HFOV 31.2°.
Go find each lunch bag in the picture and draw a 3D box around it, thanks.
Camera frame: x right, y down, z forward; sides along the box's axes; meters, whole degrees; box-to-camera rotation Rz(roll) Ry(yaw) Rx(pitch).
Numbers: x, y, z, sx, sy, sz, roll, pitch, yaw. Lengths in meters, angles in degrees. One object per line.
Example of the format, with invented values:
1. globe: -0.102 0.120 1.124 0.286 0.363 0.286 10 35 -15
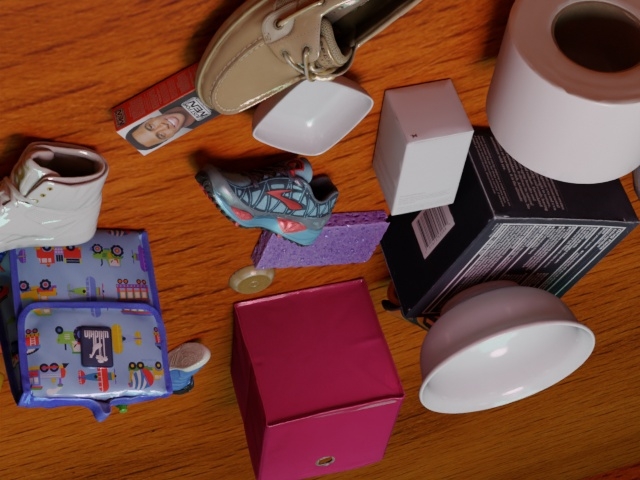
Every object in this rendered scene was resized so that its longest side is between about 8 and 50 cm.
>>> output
1. lunch bag: -0.351 0.134 1.678 0.221 0.293 0.138 3 143 -31

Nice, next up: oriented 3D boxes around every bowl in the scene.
1. bowl: 0.282 0.155 1.853 0.298 0.134 0.298 -13 150 -7
2. bowl: -0.016 -0.185 1.585 0.142 0.053 0.142 14 135 -41

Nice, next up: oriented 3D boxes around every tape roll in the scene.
1. tape roll: 0.357 -0.221 1.542 0.246 0.246 0.169 -12 148 -11

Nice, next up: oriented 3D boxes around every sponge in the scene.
1. sponge: 0.000 0.000 1.906 0.210 0.031 0.117 -4 146 -23

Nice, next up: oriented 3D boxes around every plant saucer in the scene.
1. plant saucer: -0.116 0.070 1.970 0.083 0.015 0.083 -14 149 -9

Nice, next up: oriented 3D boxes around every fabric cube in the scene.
1. fabric cube: -0.014 0.261 2.089 0.254 0.259 0.258 -9 148 -13

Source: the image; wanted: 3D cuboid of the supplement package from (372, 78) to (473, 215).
1. supplement package: 0.148 -0.136 1.699 0.105 0.105 0.179 -11 149 -12

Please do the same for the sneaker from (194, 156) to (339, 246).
1. sneaker: -0.074 -0.084 1.700 0.262 0.104 0.125 18 116 -50

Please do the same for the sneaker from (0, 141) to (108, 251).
1. sneaker: -0.428 -0.061 1.527 0.293 0.108 0.169 -11 148 -31

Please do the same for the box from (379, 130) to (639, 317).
1. box: 0.301 -0.019 1.886 0.294 0.182 0.296 2 145 -29

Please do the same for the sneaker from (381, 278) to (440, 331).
1. sneaker: 0.216 0.107 2.115 0.124 0.180 0.321 -62 173 2

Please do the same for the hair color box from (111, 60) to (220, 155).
1. hair color box: -0.197 -0.174 1.517 0.141 0.043 0.072 -26 148 14

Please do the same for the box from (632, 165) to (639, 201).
1. box: 0.659 -0.154 1.985 0.231 0.056 0.183 -22 149 6

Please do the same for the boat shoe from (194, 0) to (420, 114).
1. boat shoe: -0.012 -0.255 1.396 0.341 0.110 0.122 -38 147 19

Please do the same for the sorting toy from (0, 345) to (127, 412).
1. sorting toy: -0.458 0.233 1.941 0.127 0.126 0.366 -38 143 28

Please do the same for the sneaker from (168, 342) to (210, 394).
1. sneaker: -0.249 0.240 2.122 0.152 0.058 0.084 -27 142 22
